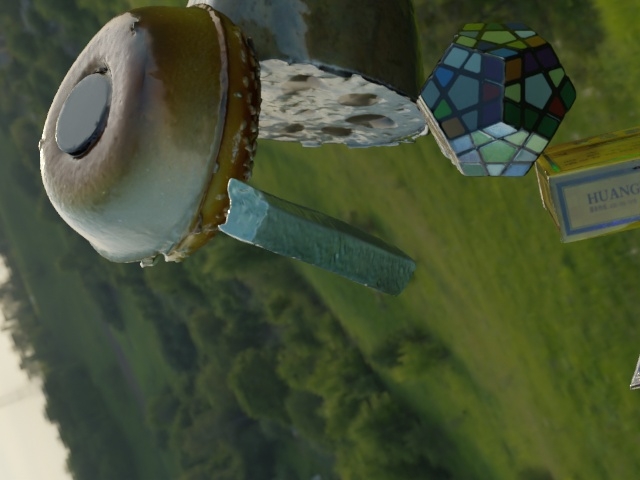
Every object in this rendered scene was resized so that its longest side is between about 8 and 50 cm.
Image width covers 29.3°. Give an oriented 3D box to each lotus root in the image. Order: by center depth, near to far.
[{"bbox_3d":[-0.016,-0.199,1.174,0.272,0.272,0.192,141,128,-76],"label":"lotus root"}]

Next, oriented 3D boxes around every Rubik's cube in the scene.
[{"bbox_3d":[0.142,-0.115,1.001,0.112,0.133,0.133,33,163,2],"label":"Rubik's cube"}]

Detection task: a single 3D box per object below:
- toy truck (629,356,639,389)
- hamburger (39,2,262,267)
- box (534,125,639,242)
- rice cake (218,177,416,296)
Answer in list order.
[{"bbox_3d":[0.469,0.148,1.251,0.155,0.268,0.124,90,-159,-81],"label":"toy truck"},{"bbox_3d":[-0.133,-0.090,1.010,0.237,0.147,0.237,-26,55,44],"label":"hamburger"},{"bbox_3d":[0.363,-0.078,1.471,0.301,0.192,0.084,-57,-45,-78],"label":"box"},{"bbox_3d":[0.000,0.000,0.688,0.042,0.030,0.180,29,-177,31],"label":"rice cake"}]
